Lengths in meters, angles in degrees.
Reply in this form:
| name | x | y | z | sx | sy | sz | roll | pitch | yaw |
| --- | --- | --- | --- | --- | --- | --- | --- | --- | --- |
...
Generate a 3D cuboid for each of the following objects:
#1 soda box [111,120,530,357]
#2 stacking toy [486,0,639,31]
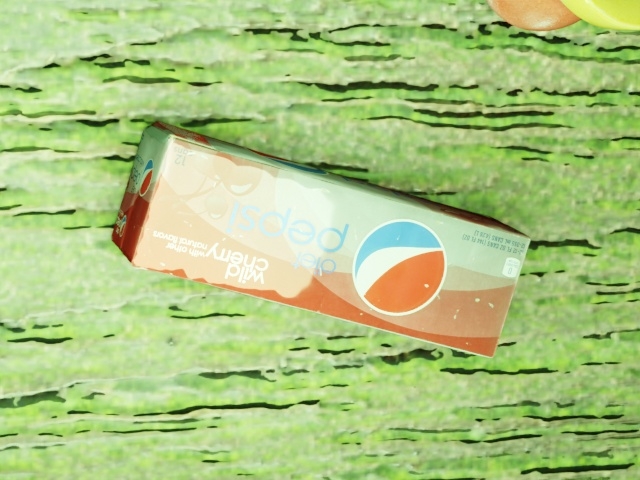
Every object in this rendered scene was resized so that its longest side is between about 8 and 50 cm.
| name | x | y | z | sx | sy | sz | roll | pitch | yaw |
| --- | --- | --- | --- | --- | --- | --- | --- | --- | --- |
| soda box | 0.000 | 0.000 | 1.306 | 0.263 | 0.083 | 0.092 | 16 | 97 | -18 |
| stacking toy | 0.263 | -0.192 | 1.351 | 0.309 | 0.130 | 0.279 | 41 | 63 | -23 |
